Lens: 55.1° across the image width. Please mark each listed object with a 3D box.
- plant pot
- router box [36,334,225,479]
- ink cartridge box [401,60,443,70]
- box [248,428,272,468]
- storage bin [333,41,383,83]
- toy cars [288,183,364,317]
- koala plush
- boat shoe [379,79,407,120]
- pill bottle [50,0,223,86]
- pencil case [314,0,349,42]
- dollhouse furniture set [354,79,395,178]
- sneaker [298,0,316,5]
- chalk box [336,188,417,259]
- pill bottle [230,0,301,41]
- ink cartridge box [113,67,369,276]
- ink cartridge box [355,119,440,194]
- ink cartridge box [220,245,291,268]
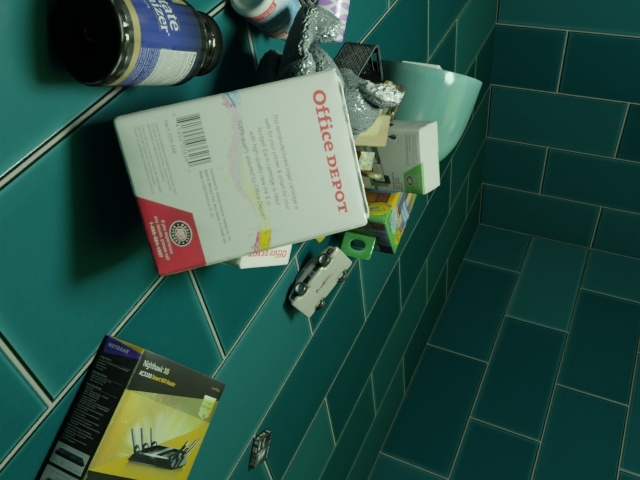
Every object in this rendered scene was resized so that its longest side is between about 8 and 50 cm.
[{"bbox_3d":[0.278,-0.354,1.718,0.293,0.293,0.235,-15,120,-64],"label":"plant pot"},{"bbox_3d":[-0.302,0.320,1.049,0.242,0.081,0.309,-69,156,-16],"label":"router box"},{"bbox_3d":[0.310,-0.388,1.966,0.223,0.129,0.307,4,99,-68],"label":"ink cartridge box"},{"bbox_3d":[-0.156,0.542,1.596,0.067,0.018,0.083,-9,112,-66],"label":"box"},{"bbox_3d":[0.078,-0.384,1.497,0.180,0.084,0.122,-61,153,-29],"label":"storage bin"},{"bbox_3d":[0.000,0.000,1.542,0.177,0.087,0.393,-8,116,-37],"label":"toy cars"},{"bbox_3d":[0.014,-0.256,1.093,0.221,0.196,0.203,22,54,-27],"label":"koala plush"},{"bbox_3d":[0.168,-0.299,1.594,0.080,0.074,0.223,-52,157,-65],"label":"boat shoe"},{"bbox_3d":[-0.229,-0.266,0.812,0.219,0.123,0.122,-28,129,-61],"label":"pill bottle"},{"bbox_3d":[0.019,-0.516,1.288,0.088,0.086,0.206,-114,-148,-70],"label":"pencil case"},{"bbox_3d":[0.066,-0.241,1.328,0.242,0.161,0.212,-3,108,-35],"label":"dollhouse furniture set"},{"bbox_3d":[-0.037,-0.551,1.115,0.098,0.083,0.223,-50,141,-39],"label":"sneaker"},{"bbox_3d":[0.138,-0.087,1.689,0.179,0.180,0.288,64,44,-57],"label":"chalk box"},{"bbox_3d":[-0.087,-0.414,1.095,0.160,0.087,0.087,8,96,-66],"label":"pill bottle"},{"bbox_3d":[-0.109,-0.099,0.882,0.131,0.306,0.226,-139,-143,-76],"label":"ink cartridge box"},{"bbox_3d":[0.171,-0.207,1.496,0.093,0.219,0.160,-32,122,-45],"label":"ink cartridge box"},{"bbox_3d":[-0.141,-0.083,1.063,0.171,0.168,0.232,2,101,-66],"label":"ink cartridge box"}]
